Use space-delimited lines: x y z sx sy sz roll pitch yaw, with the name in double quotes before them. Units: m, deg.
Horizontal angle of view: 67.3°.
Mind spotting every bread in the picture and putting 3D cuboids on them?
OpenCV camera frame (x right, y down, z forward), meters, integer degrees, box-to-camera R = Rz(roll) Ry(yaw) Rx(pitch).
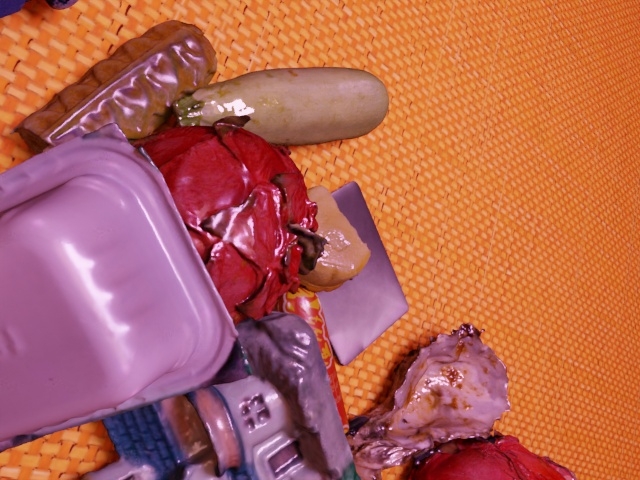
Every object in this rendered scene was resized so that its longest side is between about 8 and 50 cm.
"bread" -0.234 -0.179 0.594 0.269 0.098 0.087 -51 153 -26
"bread" -0.008 0.002 0.713 0.125 0.086 0.156 -30 88 -37

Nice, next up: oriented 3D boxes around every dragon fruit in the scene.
"dragon fruit" -0.142 -0.012 0.556 0.299 0.244 0.244 -19 98 -22
"dragon fruit" 0.297 0.485 0.819 0.296 0.302 0.295 3 87 -56

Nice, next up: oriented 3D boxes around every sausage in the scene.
"sausage" -0.018 0.175 0.734 0.083 0.083 0.264 -16 95 -34

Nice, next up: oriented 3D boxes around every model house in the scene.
"model house" -0.151 0.260 0.571 0.325 0.194 0.267 -22 100 -30

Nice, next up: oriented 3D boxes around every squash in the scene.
"squash" -0.045 -0.193 0.703 0.371 0.118 0.118 -17 97 -36

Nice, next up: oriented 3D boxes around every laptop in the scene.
"laptop" 0.048 0.052 0.819 0.188 0.015 0.269 -33 106 -32

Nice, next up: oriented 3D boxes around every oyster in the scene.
"oyster" 0.187 0.292 0.821 0.337 0.133 0.197 -30 74 -27

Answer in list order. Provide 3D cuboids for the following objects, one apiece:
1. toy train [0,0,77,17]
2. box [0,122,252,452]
"toy train" -0.387 -0.345 0.457 0.299 0.131 0.202 51 48 -18
"box" -0.267 0.078 0.426 0.106 0.337 0.264 -65 133 -71
